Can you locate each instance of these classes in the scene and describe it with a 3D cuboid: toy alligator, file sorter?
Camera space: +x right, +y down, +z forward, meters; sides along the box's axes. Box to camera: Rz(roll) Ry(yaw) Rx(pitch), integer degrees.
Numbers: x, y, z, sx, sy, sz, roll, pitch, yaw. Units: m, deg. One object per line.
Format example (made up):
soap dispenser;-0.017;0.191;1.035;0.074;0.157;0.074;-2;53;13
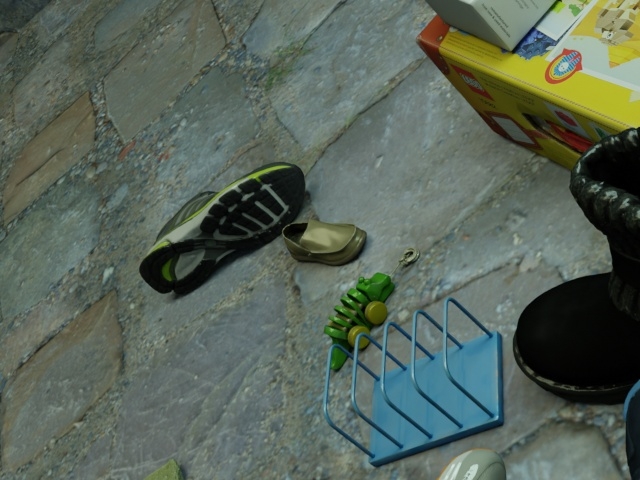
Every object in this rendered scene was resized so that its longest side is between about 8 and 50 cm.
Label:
toy alligator;0.054;0.072;1.448;0.189;0.051;0.056;-55;34;-11
file sorter;0.099;0.151;1.269;0.170;0.104;0.118;-26;39;31

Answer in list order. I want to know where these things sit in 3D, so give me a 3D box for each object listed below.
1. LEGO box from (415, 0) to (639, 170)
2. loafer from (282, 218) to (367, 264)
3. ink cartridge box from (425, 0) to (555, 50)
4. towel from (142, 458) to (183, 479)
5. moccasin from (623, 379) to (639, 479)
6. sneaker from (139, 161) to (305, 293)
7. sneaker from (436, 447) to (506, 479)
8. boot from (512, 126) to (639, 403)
LEGO box;0.393;-0.240;1.252;0.372;0.193;0.500;-49;33;-1
loafer;0.000;0.000;1.586;0.148;0.050;0.056;-7;51;45
ink cartridge box;0.217;-0.324;1.283;0.203;0.086;0.148;-49;33;0
towel;-0.214;0.356;1.487;0.110;0.027;0.148;-38;33;13
moccasin;0.399;0.153;0.927;0.342;0.138;0.116;-29;40;50
sneaker;-0.150;-0.040;1.754;0.300;0.111;0.121;-30;33;22
sneaker;0.157;0.318;1.056;0.121;0.099;0.262;-7;58;36
boot;0.275;0.025;1.051;0.348;0.260;0.131;-12;48;41
